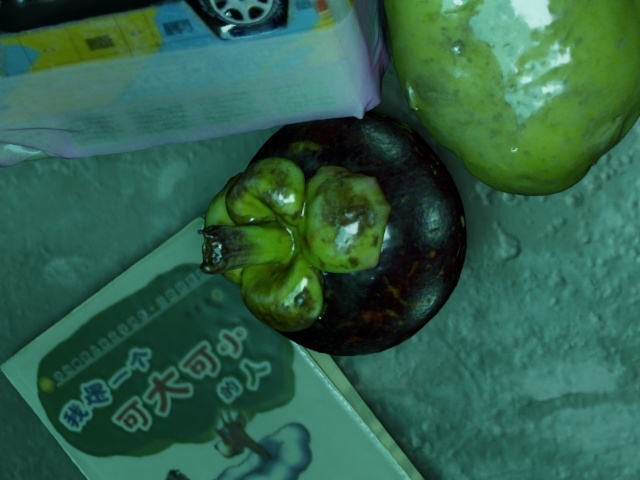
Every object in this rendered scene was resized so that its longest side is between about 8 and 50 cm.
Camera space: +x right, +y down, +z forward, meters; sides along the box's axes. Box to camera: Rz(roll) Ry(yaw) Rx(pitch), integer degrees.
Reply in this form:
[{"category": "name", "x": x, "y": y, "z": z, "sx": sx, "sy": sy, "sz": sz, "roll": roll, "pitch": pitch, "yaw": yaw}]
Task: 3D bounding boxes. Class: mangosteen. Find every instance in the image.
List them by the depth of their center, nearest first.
[{"category": "mangosteen", "x": 0.000, "y": 0.000, "z": 1.390, "sx": 0.192, "sy": 0.217, "sz": 0.192, "roll": 15, "pitch": 113, "yaw": 40}]

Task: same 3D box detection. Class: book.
[{"category": "book", "x": -0.071, "y": 0.185, "z": 1.574, "sx": 0.260, "sy": 0.043, "sz": 0.371, "roll": -36, "pitch": 94, "yaw": 26}]

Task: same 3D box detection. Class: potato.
[{"category": "potato", "x": 0.140, "y": -0.155, "z": 1.330, "sx": 0.197, "sy": 0.148, "sz": 0.228, "roll": -44, "pitch": 97, "yaw": 3}]

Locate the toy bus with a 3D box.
[{"category": "toy bus", "x": -0.139, "y": -0.157, "z": 1.389, "sx": 0.386, "sy": 0.171, "sz": 0.162, "roll": -8, "pitch": 127, "yaw": 16}]
